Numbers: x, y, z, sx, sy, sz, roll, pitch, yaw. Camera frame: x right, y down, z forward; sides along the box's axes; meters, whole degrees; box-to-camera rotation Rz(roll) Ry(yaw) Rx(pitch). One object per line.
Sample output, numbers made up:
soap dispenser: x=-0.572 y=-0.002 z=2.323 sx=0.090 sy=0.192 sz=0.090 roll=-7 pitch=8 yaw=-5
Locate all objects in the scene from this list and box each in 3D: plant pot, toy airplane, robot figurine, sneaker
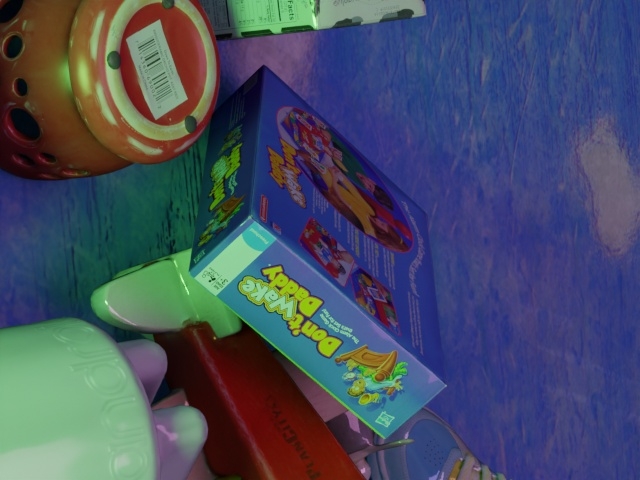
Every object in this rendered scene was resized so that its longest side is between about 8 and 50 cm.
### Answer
plant pot: x=-0.193 y=-0.149 z=1.639 sx=0.191 sy=0.174 sz=0.191 roll=2 pitch=88 yaw=-51
toy airplane: x=-0.088 y=0.187 z=1.725 sx=0.386 sy=0.272 sz=0.384 roll=21 pitch=50 yaw=-18
robot figurine: x=-0.263 y=0.170 z=1.427 sx=0.353 sy=0.300 sz=0.200 roll=-10 pitch=138 yaw=-37
sneaker: x=0.199 y=0.287 z=2.055 sx=0.319 sy=0.208 sz=0.127 roll=51 pitch=56 yaw=-35

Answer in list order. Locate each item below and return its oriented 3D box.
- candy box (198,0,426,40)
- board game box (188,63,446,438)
candy box: x=-0.042 y=-0.227 z=1.763 sx=0.159 sy=0.233 sz=0.071 roll=-15 pitch=101 yaw=-48
board game box: x=0.000 y=0.000 z=1.733 sx=0.233 sy=0.078 sz=0.347 roll=41 pitch=19 yaw=-17
